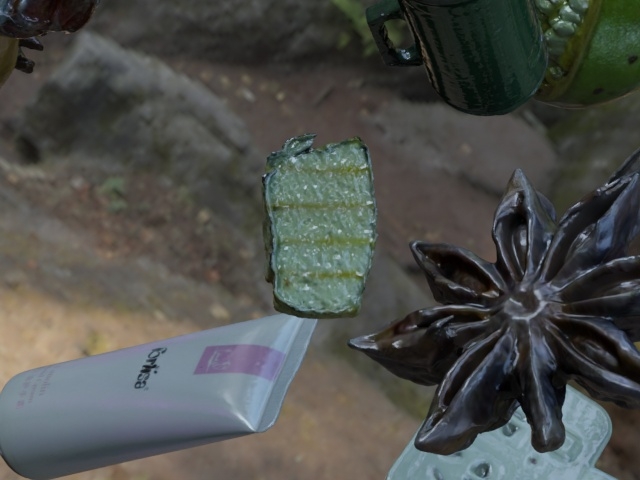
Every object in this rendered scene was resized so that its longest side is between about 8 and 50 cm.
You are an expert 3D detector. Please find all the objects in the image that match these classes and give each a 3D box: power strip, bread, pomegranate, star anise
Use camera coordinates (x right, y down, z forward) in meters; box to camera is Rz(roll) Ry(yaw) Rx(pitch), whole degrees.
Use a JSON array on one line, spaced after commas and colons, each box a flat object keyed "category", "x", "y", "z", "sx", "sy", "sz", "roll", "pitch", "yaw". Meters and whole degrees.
[{"category": "power strip", "x": 0.206, "y": 0.264, "z": 1.673, "sx": 0.261, "sy": 0.141, "sz": 0.229, "roll": 33, "pitch": 56, "yaw": 9}, {"category": "bread", "x": 0.001, "y": -0.005, "z": 1.436, "sx": 0.110, "sy": 0.103, "sz": 0.156, "roll": 75, "pitch": 19, "yaw": -77}, {"category": "pomegranate", "x": 0.312, "y": -0.301, "z": 1.871, "sx": 0.260, "sy": 0.341, "sz": 0.260, "roll": 15, "pitch": 41, "yaw": -13}, {"category": "star anise", "x": 0.145, "y": 0.038, "z": 1.055, "sx": 0.230, "sy": 0.262, "sz": 0.081, "roll": 28, "pitch": -18, "yaw": 48}]

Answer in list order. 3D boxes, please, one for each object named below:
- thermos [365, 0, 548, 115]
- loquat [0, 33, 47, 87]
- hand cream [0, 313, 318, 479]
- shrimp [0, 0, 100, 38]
[{"category": "thermos", "x": 0.075, "y": -0.116, "z": 0.872, "sx": 0.073, "sy": 0.083, "sz": 0.188, "roll": 51, "pitch": -3, "yaw": 26}, {"category": "loquat", "x": -0.311, "y": -0.173, "z": 1.238, "sx": 0.234, "sy": 0.176, "sz": 0.187, "roll": 5, "pitch": -3, "yaw": -13}, {"category": "hand cream", "x": -0.173, "y": 0.161, "z": 1.712, "sx": 0.118, "sy": 0.358, "sz": 0.185, "roll": 60, "pitch": 31, "yaw": -24}, {"category": "shrimp", "x": -0.253, "y": -0.332, "z": 1.173, "sx": 0.410, "sy": 0.166, "sz": 0.221, "roll": 54, "pitch": 22, "yaw": 16}]
